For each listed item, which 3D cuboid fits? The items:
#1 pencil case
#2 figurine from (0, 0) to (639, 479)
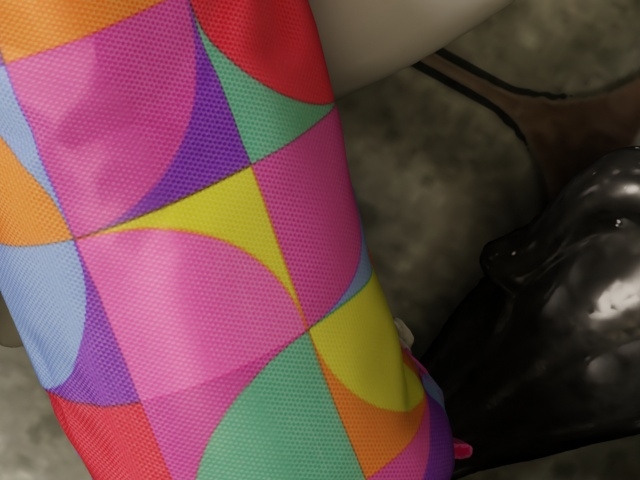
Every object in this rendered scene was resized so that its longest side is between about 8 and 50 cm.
[{"bbox_3d":[-0.041,-0.027,0.404,0.104,0.104,0.236,-16,112,10],"label":"pencil case"},{"bbox_3d":[0.000,0.000,0.501,0.209,0.092,0.215,-36,103,20],"label":"figurine"}]
